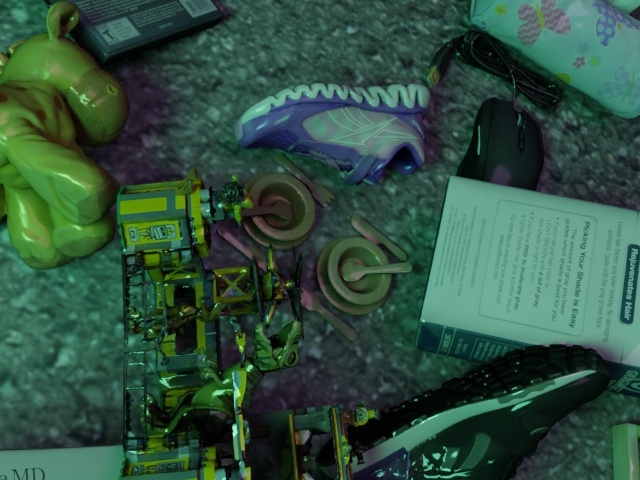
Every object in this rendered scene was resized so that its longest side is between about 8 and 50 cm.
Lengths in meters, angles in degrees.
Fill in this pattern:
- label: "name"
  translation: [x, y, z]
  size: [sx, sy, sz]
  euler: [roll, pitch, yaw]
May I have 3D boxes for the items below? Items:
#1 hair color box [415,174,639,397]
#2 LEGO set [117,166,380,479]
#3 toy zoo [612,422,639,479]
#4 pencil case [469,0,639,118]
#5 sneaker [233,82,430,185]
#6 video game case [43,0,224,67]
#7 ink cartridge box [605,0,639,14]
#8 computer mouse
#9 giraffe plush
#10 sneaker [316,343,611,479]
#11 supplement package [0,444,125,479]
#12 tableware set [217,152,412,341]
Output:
- label: "hair color box"
  translation: [0.286, 0.059, 0.911]
  size: [0.347, 0.105, 0.173]
  euler: [12, 67, 8]
- label: "LEGO set"
  translation: [-0.048, 0.104, 0.717]
  size: [0.192, 0.255, 0.331]
  euler: [-6, 56, -2]
- label: "toy zoo"
  translation: [0.471, 0.332, 1.029]
  size: [0.293, 0.030, 0.192]
  euler: [14, 67, -20]
- label: "pencil case"
  translation: [0.323, -0.265, 1.107]
  size: [0.273, 0.124, 0.113]
  euler: [27, 21, -16]
- label: "sneaker"
  translation: [0.024, -0.108, 0.940]
  size: [0.236, 0.095, 0.104]
  euler: [-7, 83, -28]
- label: "video game case"
  translation: [-0.240, -0.309, 0.880]
  size: [0.274, 0.026, 0.196]
  euler: [51, 38, -1]
- label: "ink cartridge box"
  translation: [0.388, -0.454, 1.161]
  size: [0.117, 0.207, 0.283]
  euler: [16, 66, -19]
- label: "computer mouse"
  translation: [0.201, -0.141, 1.049]
  size: [0.184, 0.060, 0.262]
  euler: [32, 61, -13]
- label: "giraffe plush"
  translation: [-0.244, -0.104, 0.771]
  size: [0.210, 0.181, 0.170]
  euler: [47, 46, -24]
- label: "sneaker"
  translation: [0.148, 0.197, 0.823]
  size: [0.124, 0.283, 0.107]
  euler: [62, 16, -4]
- label: "supplement package"
  translation: [-0.240, 0.297, 0.591]
  size: [0.177, 0.175, 0.293]
  euler: [11, 66, -48]
- label: "tableware set"
  translation: [0.000, 0.000, 0.916]
  size: [0.194, 0.039, 0.128]
  euler: [39, 61, -9]
